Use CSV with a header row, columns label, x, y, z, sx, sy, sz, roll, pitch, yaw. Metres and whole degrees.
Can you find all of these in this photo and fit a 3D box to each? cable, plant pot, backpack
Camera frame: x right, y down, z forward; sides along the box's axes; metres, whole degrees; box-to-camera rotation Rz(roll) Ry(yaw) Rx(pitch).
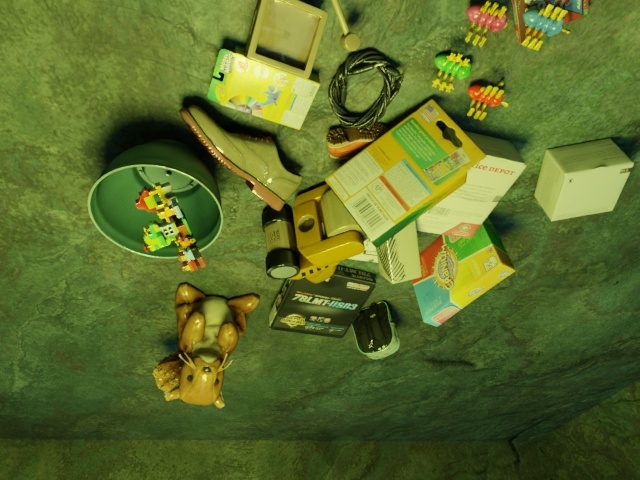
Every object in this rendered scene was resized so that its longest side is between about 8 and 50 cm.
label,x,y,z,sx,sy,sz,roll,pitch,yaw
cable,0.093,-0.340,1.019,0.151,0.047,0.184,21,131,-27
plant pot,-0.382,-0.123,1.075,0.293,0.196,0.293,-4,136,-4
backpack,0.214,0.352,1.666,0.166,0.188,0.144,-23,135,15

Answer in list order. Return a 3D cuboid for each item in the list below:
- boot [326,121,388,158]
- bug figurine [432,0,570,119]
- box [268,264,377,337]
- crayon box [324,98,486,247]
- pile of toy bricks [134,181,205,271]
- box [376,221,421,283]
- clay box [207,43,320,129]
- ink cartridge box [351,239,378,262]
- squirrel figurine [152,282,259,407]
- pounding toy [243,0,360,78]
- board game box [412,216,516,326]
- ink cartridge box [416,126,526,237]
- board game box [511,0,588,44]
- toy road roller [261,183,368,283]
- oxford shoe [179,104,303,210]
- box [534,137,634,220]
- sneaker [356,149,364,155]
label,x,y,z,sx,sy,sz,roll,pitch,yaw
boot,0.093,-0.251,1.117,0.158,0.059,0.084,-11,154,-2
bug figurine,0.378,-0.407,0.959,0.217,0.072,0.279,16,142,-13
box,0.002,0.210,1.543,0.296,0.073,0.293,14,124,-22
crayon box,0.201,-0.160,1.065,0.323,0.203,0.083,-37,160,5
pile of toy bricks,-0.338,-0.011,0.960,0.105,0.118,0.212,-22,137,-12
box,0.206,-0.028,1.222,0.094,0.113,0.274,-13,105,-10
clay box,-0.127,-0.342,0.982,0.222,0.053,0.127,14,132,-20
ink cartridge box,0.170,-0.009,1.352,0.203,0.085,0.148,7,135,-16
squirrel figurine,-0.402,0.400,1.498,0.281,0.370,0.397,18,132,-25
pounding toy,-0.028,-0.424,0.880,0.206,0.094,0.180,12,109,-20
board game box,0.422,0.084,1.374,0.064,0.242,0.316,22,129,-26
ink cartridge box,0.383,-0.150,1.209,0.208,0.117,0.283,8,135,-16
board game box,0.444,-0.547,0.864,0.145,0.027,0.281,-21,135,16
toy road roller,0.000,0.000,1.267,0.330,0.202,0.241,-21,148,20
oxford shoe,-0.186,-0.223,1.083,0.130,0.123,0.348,-47,127,2
box,0.730,-0.168,1.237,0.181,0.119,0.181,-10,137,3
sneaker,0.121,-0.196,1.186,0.057,0.047,0.119,-11,143,-21
